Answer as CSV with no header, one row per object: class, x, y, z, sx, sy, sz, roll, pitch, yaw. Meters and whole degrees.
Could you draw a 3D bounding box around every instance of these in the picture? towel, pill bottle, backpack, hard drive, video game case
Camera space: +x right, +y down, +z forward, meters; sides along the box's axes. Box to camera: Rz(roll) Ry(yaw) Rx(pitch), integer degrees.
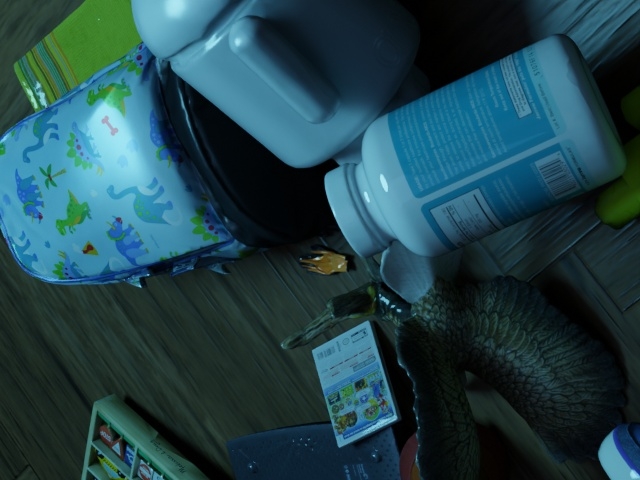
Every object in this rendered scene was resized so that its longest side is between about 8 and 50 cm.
towel,-0.293,-0.231,1.824,0.237,0.021,0.102,-33,85,38
pill bottle,0.140,-0.076,1.382,0.264,0.146,0.146,-24,90,15
backpack,-0.207,-0.081,1.689,0.355,0.273,0.290,-11,104,50
hard drive,0.014,0.293,1.750,0.255,0.054,0.172,-12,97,38
video game case,0.040,0.163,1.678,0.087,0.011,0.122,-30,63,29

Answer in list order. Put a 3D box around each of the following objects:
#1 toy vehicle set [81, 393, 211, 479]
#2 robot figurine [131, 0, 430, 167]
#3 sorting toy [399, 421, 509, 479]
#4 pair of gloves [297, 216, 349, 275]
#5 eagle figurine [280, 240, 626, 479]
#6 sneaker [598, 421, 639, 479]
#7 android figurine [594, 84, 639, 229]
toy vehicle set,-0.208,0.338,1.907,0.267,0.035,0.166,36,129,31
robot figurine,-0.043,-0.213,1.476,0.353,0.300,0.200,39,104,-20
sorting toy,0.153,0.386,1.608,0.127,0.126,0.365,-3,105,3
pair of gloves,0.000,0.000,1.692,0.074,0.010,0.083,1,103,37
eagle figurine,0.148,0.134,1.520,0.226,0.225,0.298,-51,61,17
sneaker,0.442,0.195,1.373,0.323,0.130,0.236,34,113,28
android figurine,0.379,-0.058,1.356,0.273,0.056,0.248,-43,74,43
